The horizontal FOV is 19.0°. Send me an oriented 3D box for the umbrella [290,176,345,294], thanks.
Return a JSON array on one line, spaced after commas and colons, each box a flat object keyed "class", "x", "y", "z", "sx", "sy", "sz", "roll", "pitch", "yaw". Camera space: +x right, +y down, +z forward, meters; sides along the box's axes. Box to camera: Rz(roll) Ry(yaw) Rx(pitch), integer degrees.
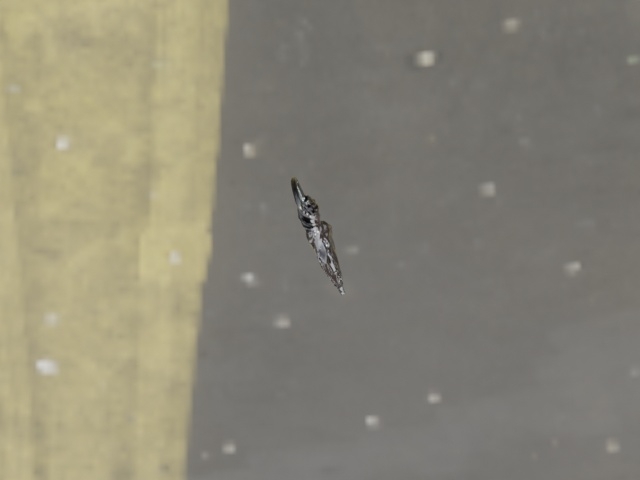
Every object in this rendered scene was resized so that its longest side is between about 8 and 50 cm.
[{"class": "umbrella", "x": -0.001, "y": -0.003, "z": 0.949, "sx": 0.013, "sy": 0.022, "sz": 0.122, "roll": -13, "pitch": 154, "yaw": 6}]
